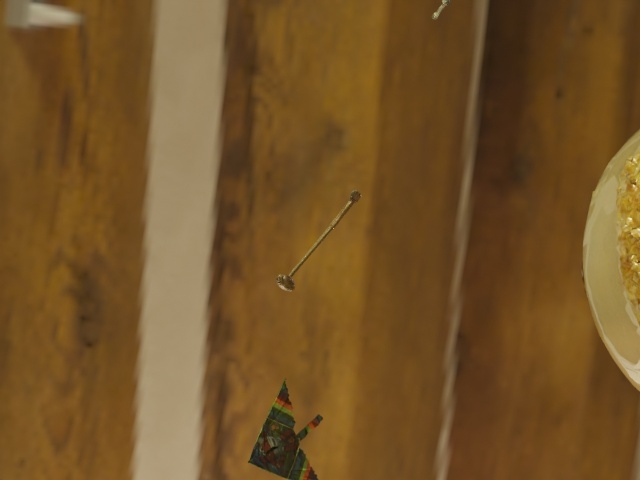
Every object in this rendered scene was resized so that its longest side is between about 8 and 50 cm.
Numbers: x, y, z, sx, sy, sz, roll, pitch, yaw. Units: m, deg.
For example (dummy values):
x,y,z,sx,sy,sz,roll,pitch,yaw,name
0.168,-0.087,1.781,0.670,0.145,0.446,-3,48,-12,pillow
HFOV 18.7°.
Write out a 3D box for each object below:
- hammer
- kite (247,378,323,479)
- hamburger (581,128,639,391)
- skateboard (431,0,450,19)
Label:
x,y,z,sx,sy,sz,roll,pitch,yaw,name
0.000,0.000,1.923,0.123,0.014,0.029,-50,-40,-5,hammer
-0.032,0.198,1.891,0.090,0.004,0.122,-30,-71,-23,kite
0.332,0.011,1.384,0.294,0.179,0.276,8,-103,-24,hamburger
0.092,-0.185,1.309,0.064,0.032,0.083,15,-130,-27,skateboard
